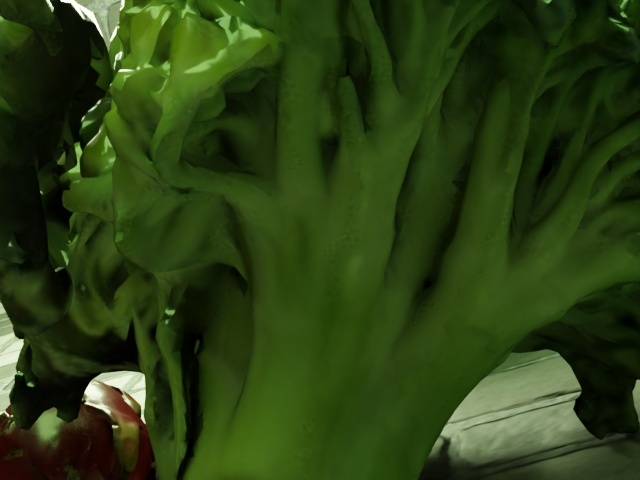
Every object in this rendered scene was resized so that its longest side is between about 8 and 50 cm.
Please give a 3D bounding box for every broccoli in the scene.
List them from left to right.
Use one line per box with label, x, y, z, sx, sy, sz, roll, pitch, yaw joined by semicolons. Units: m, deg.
broccoli;0.008;-0.019;0.537;0.334;0.324;0.272;-17;18;43

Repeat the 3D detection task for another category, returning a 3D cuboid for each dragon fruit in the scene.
dragon fruit;-0.109;0.118;0.612;0.094;0.094;0.190;-20;19;-20
